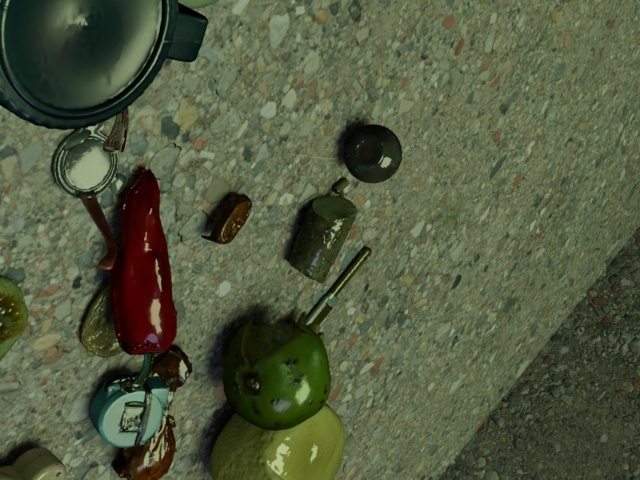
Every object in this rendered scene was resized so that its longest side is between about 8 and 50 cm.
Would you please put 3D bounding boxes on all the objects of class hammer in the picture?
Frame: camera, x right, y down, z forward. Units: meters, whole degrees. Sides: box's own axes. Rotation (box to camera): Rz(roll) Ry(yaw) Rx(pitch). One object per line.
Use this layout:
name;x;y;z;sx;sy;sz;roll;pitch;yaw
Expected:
hammer;0.049;-0.088;1.816;0.035;0.019;0.110;-43;148;-21

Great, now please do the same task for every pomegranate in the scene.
pomegranate;-0.075;0.263;1.782;0.302;0.236;0.236;-38;150;-64

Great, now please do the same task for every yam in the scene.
yam;0.000;0.000;1.752;0.107;0.107;0.183;-5;123;-52

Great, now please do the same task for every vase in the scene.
vase;0.120;-0.173;1.758;0.120;0.120;0.183;-61;162;7

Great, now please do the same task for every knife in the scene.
knife;0.016;0.156;1.977;0.343;0.027;0.061;-50;152;-11

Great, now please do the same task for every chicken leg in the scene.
chicken leg;-0.317;0.345;1.642;0.113;0.093;0.304;4;111;-41

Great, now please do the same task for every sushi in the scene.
sushi;-0.164;-0.040;1.533;0.120;0.055;0.052;-60;139;-16

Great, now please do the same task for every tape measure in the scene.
tape measure;-0.352;0.308;1.545;0.125;0.081;0.146;7;103;-36

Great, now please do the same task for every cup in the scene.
cup;-0.309;-0.259;0.909;0.242;0.292;0.308;-52;147;-8

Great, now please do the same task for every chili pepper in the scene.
chili pepper;-0.289;0.072;1.389;0.110;0.110;0.388;-20;119;-45

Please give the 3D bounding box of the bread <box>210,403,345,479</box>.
bread;-0.099;0.480;1.926;0.320;0.237;0.321;-39;137;-48

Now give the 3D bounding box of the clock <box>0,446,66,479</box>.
clock;-0.568;0.499;1.408;0.309;0.114;0.284;-27;136;-42

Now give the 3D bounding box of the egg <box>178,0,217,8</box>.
egg;-0.184;-0.381;1.107;0.192;0.149;0.149;9;111;-63

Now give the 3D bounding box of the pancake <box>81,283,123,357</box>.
pancake;-0.345;0.131;1.460;0.158;0.028;0.158;-31;137;-33

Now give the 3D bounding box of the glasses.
glasses;-0.274;-0.103;1.132;0.118;0.268;0.234;-5;126;-30

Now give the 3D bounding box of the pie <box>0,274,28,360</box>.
pie;-0.506;0.131;1.225;0.187;0.041;0.187;-36;144;-32
